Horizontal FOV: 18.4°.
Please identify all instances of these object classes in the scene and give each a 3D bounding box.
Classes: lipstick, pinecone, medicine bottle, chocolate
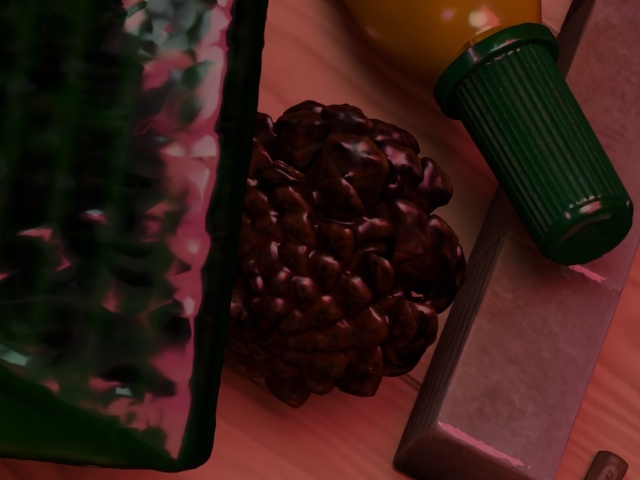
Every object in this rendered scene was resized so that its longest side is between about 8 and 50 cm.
[{"bbox_3d":[0.144,-0.025,1.129,0.076,0.080,0.371,27,63,-6],"label":"lipstick"},{"bbox_3d":[0.000,0.000,1.036,0.174,0.173,0.173,7,66,-16],"label":"pinecone"},{"bbox_3d":[0.084,-0.116,1.096,0.111,0.076,0.309,-34,54,12],"label":"medicine bottle"},{"bbox_3d":[-0.190,-0.081,0.910,0.341,0.161,0.360,5,80,6],"label":"chocolate"}]

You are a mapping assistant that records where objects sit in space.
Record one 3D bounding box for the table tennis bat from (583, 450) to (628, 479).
[{"bbox_3d":[0.126,0.180,1.075,0.087,0.013,0.156,33,64,0],"label":"table tennis bat"}]
